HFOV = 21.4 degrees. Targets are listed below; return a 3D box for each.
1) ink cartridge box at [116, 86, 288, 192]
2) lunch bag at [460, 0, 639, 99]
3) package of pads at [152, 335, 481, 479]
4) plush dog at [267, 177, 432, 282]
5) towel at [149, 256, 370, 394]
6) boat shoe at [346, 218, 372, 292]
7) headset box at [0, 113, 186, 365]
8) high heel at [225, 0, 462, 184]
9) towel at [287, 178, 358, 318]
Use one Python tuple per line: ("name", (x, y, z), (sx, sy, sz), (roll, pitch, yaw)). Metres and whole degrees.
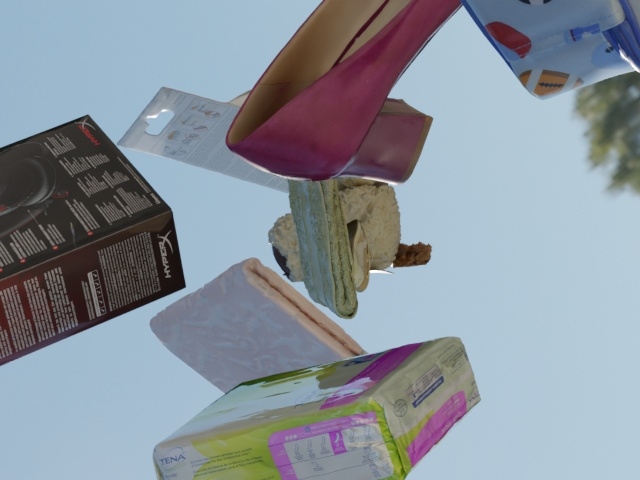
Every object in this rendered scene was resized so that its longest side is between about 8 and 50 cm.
("ink cartridge box", (-0.103, -0.138, 2.032), (0.232, 0.189, 0.066), (19, -116, -17))
("lunch bag", (0.139, -0.260, 1.060), (0.303, 0.115, 0.243), (59, -140, -25))
("package of pads", (-0.006, 0.202, 1.805), (0.229, 0.296, 0.101), (-31, -77, -60))
("plush dog", (0.043, -0.069, 2.388), (0.262, 0.210, 0.225), (-26, -69, -77))
("towel", (-0.066, 0.170, 2.517), (0.317, 0.332, 0.053), (39, -123, -13))
("boat shoe", (0.043, 0.023, 2.221), (0.045, 0.050, 0.135), (45, -153, -22))
("headset box", (-0.319, 0.009, 1.737), (0.218, 0.293, 0.110), (45, 151, 45))
("high heel", (0.041, -0.230, 1.476), (0.181, 0.377, 0.127), (7, -171, -34))
("towel", (0.000, 0.000, 1.684), (0.110, 0.027, 0.148), (-155, 53, -67))
